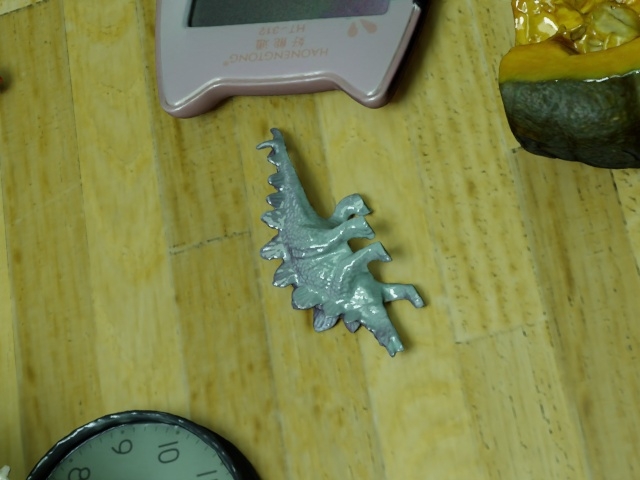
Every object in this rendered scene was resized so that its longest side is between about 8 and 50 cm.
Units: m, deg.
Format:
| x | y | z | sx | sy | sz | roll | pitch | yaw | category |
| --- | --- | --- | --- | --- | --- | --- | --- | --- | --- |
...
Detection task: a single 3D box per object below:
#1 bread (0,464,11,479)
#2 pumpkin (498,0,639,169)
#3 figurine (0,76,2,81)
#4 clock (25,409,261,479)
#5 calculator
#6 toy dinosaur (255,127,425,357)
| x | y | z | sx | sy | sz | roll | pitch | yaw | category |
| --- | --- | --- | --- | --- | --- | --- | --- | --- | --- |
| -0.318 | 0.256 | 0.897 | 0.424 | 0.245 | 0.329 | 18 | 67 | 1 | bread |
| 0.183 | -0.138 | 1.030 | 0.131 | 0.126 | 0.248 | -10 | 45 | 24 | pumpkin |
| -0.292 | -0.096 | 1.216 | 0.060 | 0.047 | 0.106 | 30 | 82 | 37 | figurine |
| -0.121 | 0.198 | 1.026 | 0.184 | 0.040 | 0.184 | -8 | 65 | 17 | clock |
| -0.008 | -0.232 | 1.177 | 0.220 | 0.048 | 0.330 | -1 | 65 | 21 | calculator |
| -0.001 | -0.001 | 1.072 | 0.082 | 0.039 | 0.209 | -31 | 60 | 7 | toy dinosaur |
